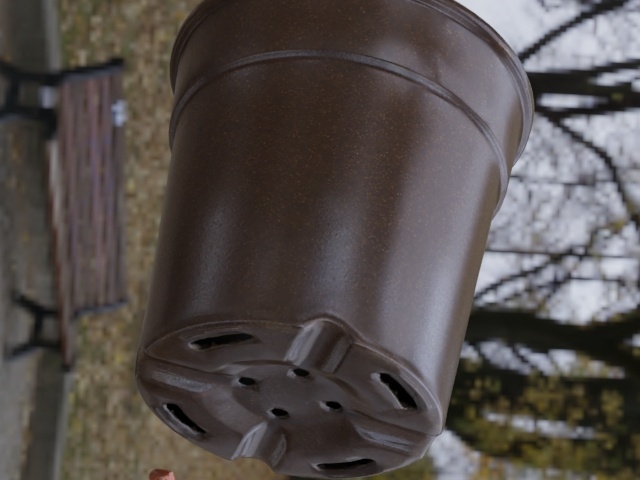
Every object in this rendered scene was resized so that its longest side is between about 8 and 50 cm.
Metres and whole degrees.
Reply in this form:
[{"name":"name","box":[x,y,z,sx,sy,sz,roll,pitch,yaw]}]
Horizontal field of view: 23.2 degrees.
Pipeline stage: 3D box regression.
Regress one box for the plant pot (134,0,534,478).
[{"name":"plant pot","box":[0.000,0.000,0.658,0.167,0.167,0.165,98,3,-55]}]

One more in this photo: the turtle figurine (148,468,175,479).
[{"name":"turtle figurine","box":[-0.141,0.230,0.645,0.217,0.087,0.269,-27,136,-63]}]
